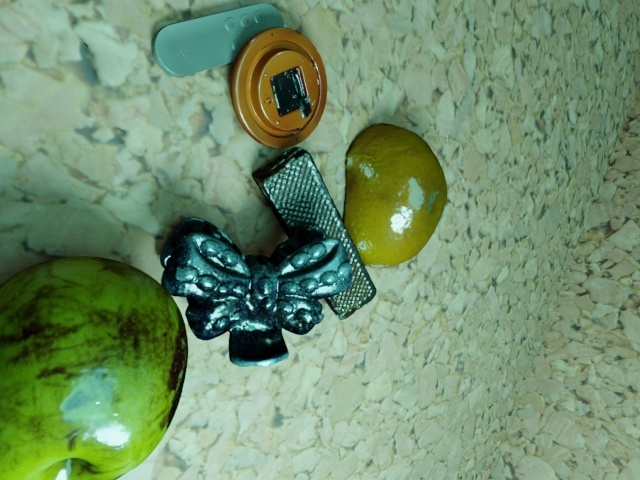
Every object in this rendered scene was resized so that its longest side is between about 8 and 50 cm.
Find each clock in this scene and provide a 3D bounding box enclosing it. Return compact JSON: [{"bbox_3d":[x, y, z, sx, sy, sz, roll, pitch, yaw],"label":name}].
[{"bbox_3d":[-0.067,-0.268,0.754,0.205,0.051,0.205,-18,119,-37],"label":"clock"}]

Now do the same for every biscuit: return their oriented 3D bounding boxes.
[{"bbox_3d":[0.000,0.000,0.861,0.107,0.073,0.388,-35,121,-11],"label":"biscuit"}]

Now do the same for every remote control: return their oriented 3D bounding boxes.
[{"bbox_3d":[-0.159,-0.333,0.695,0.245,0.022,0.077,-33,118,-30],"label":"remote control"}]

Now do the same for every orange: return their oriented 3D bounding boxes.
[{"bbox_3d":[0.168,-0.106,0.978,0.274,0.274,0.310,1,69,-40],"label":"orange"}]

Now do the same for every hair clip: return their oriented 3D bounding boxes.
[{"bbox_3d":[-0.106,0.078,0.707,0.310,0.194,0.206,3,107,-21],"label":"hair clip"}]

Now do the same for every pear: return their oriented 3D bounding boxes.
[{"bbox_3d":[-0.297,0.163,0.530,0.284,0.284,0.283,-11,107,-38],"label":"pear"}]
